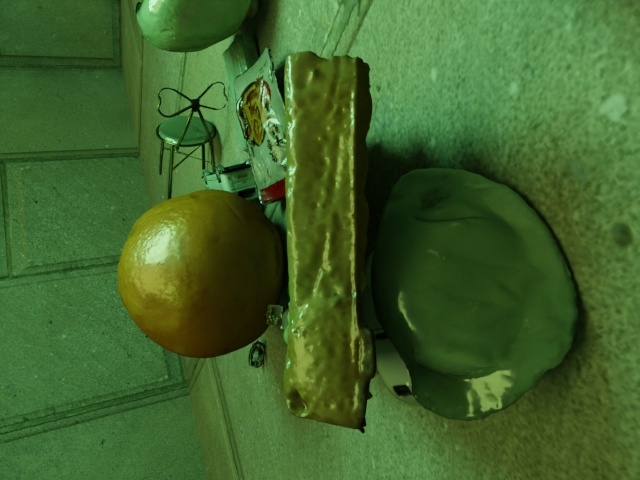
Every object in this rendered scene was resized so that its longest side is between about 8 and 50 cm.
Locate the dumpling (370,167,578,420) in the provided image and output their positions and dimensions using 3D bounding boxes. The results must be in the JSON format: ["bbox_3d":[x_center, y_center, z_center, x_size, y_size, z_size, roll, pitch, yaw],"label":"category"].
[{"bbox_3d":[0.119,0.039,0.425,0.108,0.153,0.219,88,178,-77],"label":"dumpling"}]

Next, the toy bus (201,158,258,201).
[{"bbox_3d":[-0.190,-0.119,1.041,0.194,0.087,0.089,7,113,63],"label":"toy bus"}]

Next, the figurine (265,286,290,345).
[{"bbox_3d":[-0.034,0.140,0.780,0.197,0.093,0.147,149,121,-64],"label":"figurine"}]

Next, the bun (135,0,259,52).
[{"bbox_3d":[-0.200,-0.449,0.868,0.283,0.179,0.283,-38,38,39],"label":"bun"}]

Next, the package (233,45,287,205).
[{"bbox_3d":[-0.089,-0.188,0.836,0.154,0.030,0.239,-13,94,56],"label":"package"}]

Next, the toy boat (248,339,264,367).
[{"bbox_3d":[-0.145,0.260,1.111,0.038,0.038,0.083,53,142,45],"label":"toy boat"}]

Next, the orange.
[{"bbox_3d":[-0.210,0.058,0.892,0.312,0.312,0.312,30,123,59],"label":"orange"}]

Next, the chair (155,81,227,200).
[{"bbox_3d":[-0.327,-0.263,1.209,0.170,0.160,0.325,57,149,40],"label":"chair"}]

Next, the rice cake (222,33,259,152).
[{"bbox_3d":[-0.143,-0.279,0.945,0.124,0.038,0.211,-2,96,64],"label":"rice cake"}]

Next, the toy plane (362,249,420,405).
[{"bbox_3d":[0.088,0.089,0.529,0.174,0.080,0.174,3,94,46],"label":"toy plane"}]

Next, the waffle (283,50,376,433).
[{"bbox_3d":[0.001,0.000,0.519,0.348,0.077,0.304,-178,90,-87],"label":"waffle"}]
